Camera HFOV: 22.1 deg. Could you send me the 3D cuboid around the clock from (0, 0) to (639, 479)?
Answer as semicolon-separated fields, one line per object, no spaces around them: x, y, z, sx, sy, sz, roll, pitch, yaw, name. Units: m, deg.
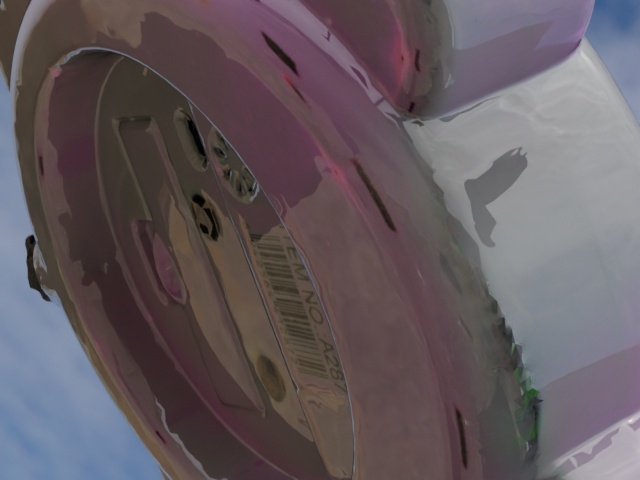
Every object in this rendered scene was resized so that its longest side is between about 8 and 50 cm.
0.000;0.000;0.443;0.248;0.090;0.227;4;-63;61;clock
